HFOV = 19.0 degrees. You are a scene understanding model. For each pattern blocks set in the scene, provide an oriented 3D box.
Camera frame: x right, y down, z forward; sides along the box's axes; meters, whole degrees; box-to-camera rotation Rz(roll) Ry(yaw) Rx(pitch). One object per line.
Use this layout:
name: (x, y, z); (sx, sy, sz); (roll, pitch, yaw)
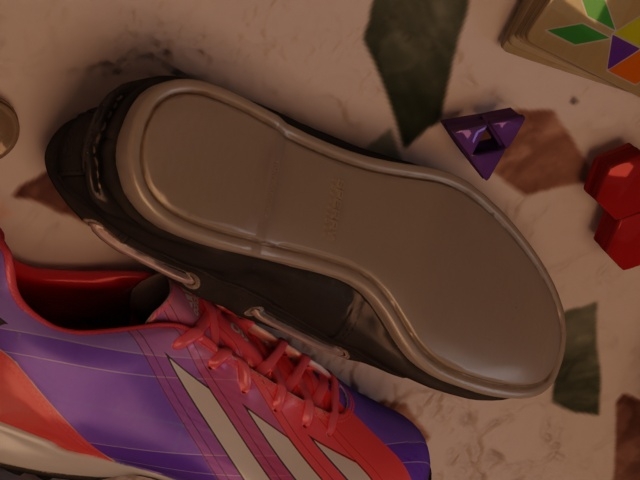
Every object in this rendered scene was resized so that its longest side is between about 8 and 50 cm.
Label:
pattern blocks set: (0.197, -0.156, 1.052); (0.285, 0.026, 0.325); (31, 106, -34)

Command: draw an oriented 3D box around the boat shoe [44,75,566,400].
boat shoe: (0.000, 0.000, 1.047); (0.335, 0.095, 0.112); (27, 72, -36)

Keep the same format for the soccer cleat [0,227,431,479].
soccer cleat: (-0.063, 0.080, 1.054); (0.318, 0.108, 0.116); (14, 110, -26)

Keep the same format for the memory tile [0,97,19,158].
memory tile: (-0.235, -0.045, 0.961); (0.148, 0.012, 0.113); (-39, 126, 6)
